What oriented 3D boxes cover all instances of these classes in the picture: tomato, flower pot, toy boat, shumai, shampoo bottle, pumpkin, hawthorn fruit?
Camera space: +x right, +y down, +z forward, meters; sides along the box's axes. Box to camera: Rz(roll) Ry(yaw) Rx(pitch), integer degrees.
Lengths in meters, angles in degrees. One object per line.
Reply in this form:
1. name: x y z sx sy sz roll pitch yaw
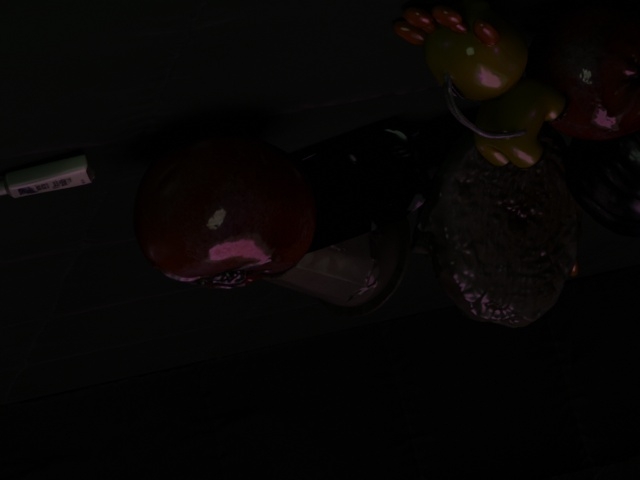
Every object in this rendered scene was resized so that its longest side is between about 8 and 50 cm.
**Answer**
1. tomato: -0.118 -0.043 1.789 0.232 0.188 0.232 -8 168 -2
2. flower pot: 0.000 0.000 2.184 0.212 0.212 0.203 -23 156 33
3. toy boat: 0.009 -0.070 2.035 0.299 0.134 0.092 -18 -165 18
4. shumai: 0.217 -0.045 2.164 0.304 0.309 0.263 30 170 -32
5. shampoo bottle: -0.345 -0.073 1.743 0.141 0.034 0.049 -13 174 -2
6. pumpkin: 0.496 -0.109 2.019 0.296 0.295 0.296 -15 169 -3
7. hawthorn fruit: 0.321 -0.199 1.695 0.173 0.172 0.173 -15 169 -3

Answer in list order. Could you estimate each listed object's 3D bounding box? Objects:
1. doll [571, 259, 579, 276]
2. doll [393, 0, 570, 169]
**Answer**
1. doll: 0.350 0.003 2.729 0.270 0.162 0.166 -6 -176 3
2. doll: 0.172 -0.184 1.579 0.143 0.135 0.221 13 157 49
